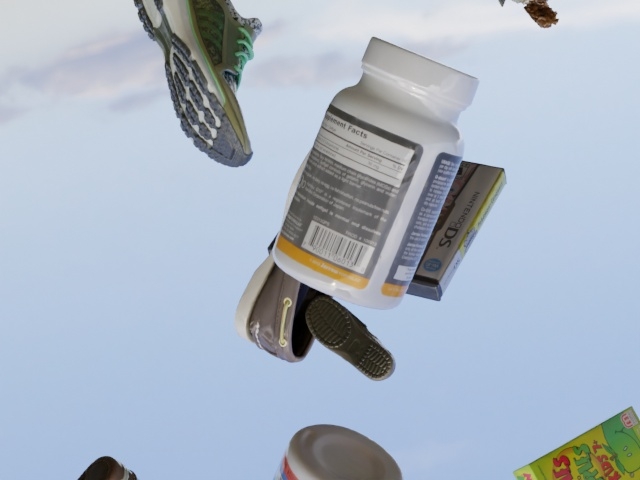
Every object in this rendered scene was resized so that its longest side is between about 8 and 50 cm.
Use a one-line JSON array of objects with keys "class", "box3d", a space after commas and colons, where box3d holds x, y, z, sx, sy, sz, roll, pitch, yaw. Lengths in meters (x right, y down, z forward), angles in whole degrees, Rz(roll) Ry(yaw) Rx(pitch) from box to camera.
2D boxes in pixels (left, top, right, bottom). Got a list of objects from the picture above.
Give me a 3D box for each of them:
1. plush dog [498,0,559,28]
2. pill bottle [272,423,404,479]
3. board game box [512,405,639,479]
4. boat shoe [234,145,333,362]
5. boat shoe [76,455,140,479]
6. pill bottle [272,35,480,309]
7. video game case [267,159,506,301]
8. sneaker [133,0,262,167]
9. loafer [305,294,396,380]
[{"class": "plush dog", "box3d": [0.378, -0.491, 2.237, 0.262, 0.211, 0.225, 2, 140, -48]}, {"class": "pill bottle", "box3d": [-0.011, 0.305, 1.389, 0.124, 0.221, 0.124, 19, -156, -9]}, {"class": "board game box", "box3d": [0.336, 0.286, 1.723, 0.181, 0.092, 0.043, -23, 169, -30]}, {"class": "boat shoe", "box3d": [0.000, 0.000, 1.792, 0.096, 0.324, 0.116, 28, -176, 33]}, {"class": "boat shoe", "box3d": [-0.324, 0.407, 1.820, 0.257, 0.095, 0.095, -47, -145, 2]}, {"class": "pill bottle", "box3d": [0.066, -0.076, 1.554, 0.162, 0.278, 0.162, 22, -171, -3]}, {"class": "video game case", "box3d": [0.098, -0.038, 2.018, 0.274, 0.035, 0.248, 13, -129, 27]}, {"class": "sneaker", "box3d": [-0.161, -0.315, 2.250, 0.182, 0.410, 0.158, -14, 162, -24]}, {"class": "loafer", "box3d": [0.039, 0.127, 1.743, 0.056, 0.148, 0.050, -46, 153, 2]}]
